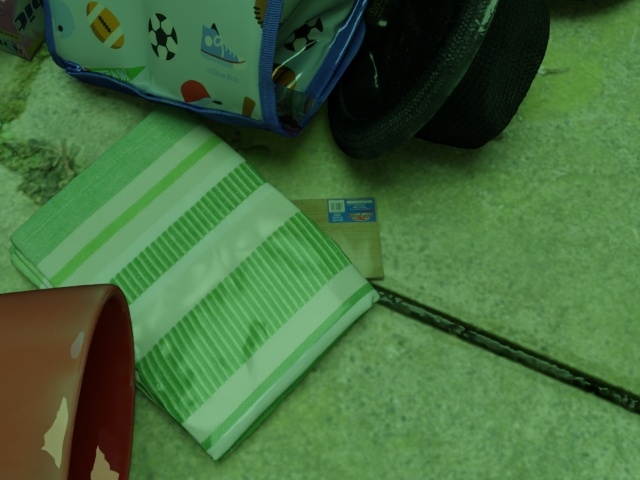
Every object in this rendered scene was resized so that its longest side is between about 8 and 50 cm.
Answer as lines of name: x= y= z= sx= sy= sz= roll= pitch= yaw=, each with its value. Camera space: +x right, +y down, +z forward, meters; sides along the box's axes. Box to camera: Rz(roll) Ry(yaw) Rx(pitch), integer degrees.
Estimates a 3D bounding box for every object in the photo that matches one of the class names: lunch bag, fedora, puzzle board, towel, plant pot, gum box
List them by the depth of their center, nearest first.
plant pot: x=-0.291 y=0.164 z=0.678 sx=0.243 sy=0.275 sz=0.274 roll=4 pitch=65 yaw=-3
towel: x=-0.131 y=0.029 z=0.873 sx=0.325 sy=0.038 sz=0.248 roll=41 pitch=75 yaw=17
lunch bag: x=-0.108 y=-0.325 z=0.894 sx=0.328 sy=0.239 sz=0.385 roll=19 pitch=96 yaw=26
fedora: x=0.145 y=-0.217 z=0.912 sx=0.153 sy=0.334 sz=0.334 roll=23 pitch=63 yaw=-25
puzzle board: x=0.000 y=0.000 z=0.912 sx=0.128 sy=0.011 sz=0.096 roll=-3 pitch=64 yaw=-4
gum box: x=-0.327 y=-0.320 z=0.996 sx=0.062 sy=0.107 sz=0.188 roll=24 pitch=67 yaw=9
